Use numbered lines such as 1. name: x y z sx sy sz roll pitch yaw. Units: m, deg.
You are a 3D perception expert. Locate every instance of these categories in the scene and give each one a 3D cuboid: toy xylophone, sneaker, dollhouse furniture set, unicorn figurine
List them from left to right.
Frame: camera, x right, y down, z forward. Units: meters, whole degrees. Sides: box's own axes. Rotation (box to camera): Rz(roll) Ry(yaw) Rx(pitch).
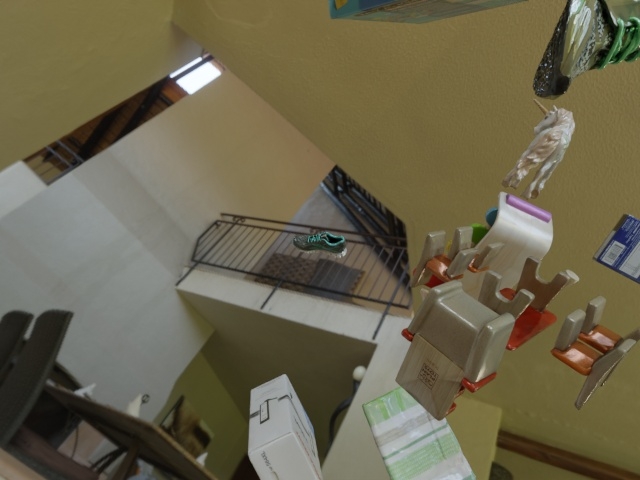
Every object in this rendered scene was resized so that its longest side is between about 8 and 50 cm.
1. sneaker: 0.000 0.000 1.240 0.166 0.065 0.076 7 -38 -3
2. dollhouse furniture set: 0.219 0.109 0.536 0.262 0.259 0.135 38 -56 39
3. toy xylophone: 0.356 0.070 0.863 0.236 0.081 0.323 31 -54 -10
4. unicorn figurine: 0.267 -0.108 0.499 0.060 0.162 0.111 28 -69 7
5. sneaker: 0.514 -0.363 0.706 0.182 0.410 0.158 32 -26 24

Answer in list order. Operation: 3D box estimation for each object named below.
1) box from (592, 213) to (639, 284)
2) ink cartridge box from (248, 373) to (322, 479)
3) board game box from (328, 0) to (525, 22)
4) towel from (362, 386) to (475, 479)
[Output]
1. box: 0.824 0.047 1.036 0.225 0.036 0.137 30 -77 8
2. ink cartridge box: -0.066 0.372 0.777 0.203 0.085 0.148 -132 -162 -77
3. board game box: 0.218 -0.492 0.811 0.253 0.336 0.079 12 -64 42
4. towel: 0.134 0.276 0.567 0.152 0.113 0.023 65 -26 18
